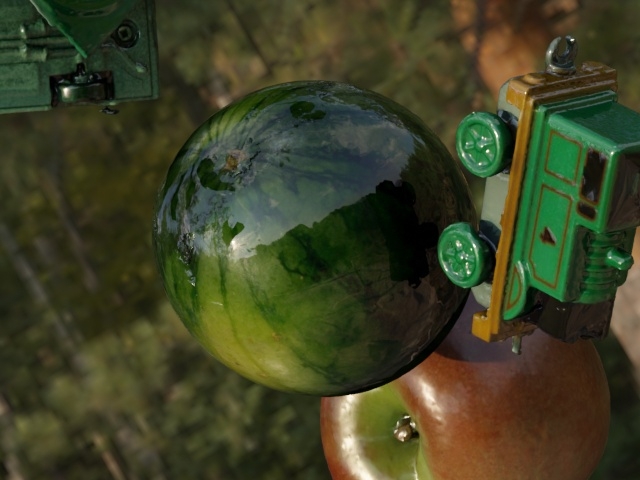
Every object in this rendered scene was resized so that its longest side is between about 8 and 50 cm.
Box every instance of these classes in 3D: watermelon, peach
[{"bbox_3d":[-0.003,-0.002,1.390,0.242,0.242,0.242,-30,-4,-2],"label":"watermelon"},{"bbox_3d":[0.129,0.146,1.623,0.252,0.252,0.252,-30,-4,-2],"label":"peach"}]

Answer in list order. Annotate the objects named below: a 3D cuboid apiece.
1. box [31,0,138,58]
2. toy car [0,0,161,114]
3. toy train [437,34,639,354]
[{"bbox_3d":[-0.207,-0.363,1.647,0.337,0.264,0.106,-51,28,-23],"label":"box"},{"bbox_3d":[-0.307,-0.179,1.730,0.320,0.141,0.097,-7,11,-23],"label":"toy car"},{"bbox_3d":[0.158,-0.019,1.225,0.091,0.228,0.136,-13,29,-39],"label":"toy train"}]
